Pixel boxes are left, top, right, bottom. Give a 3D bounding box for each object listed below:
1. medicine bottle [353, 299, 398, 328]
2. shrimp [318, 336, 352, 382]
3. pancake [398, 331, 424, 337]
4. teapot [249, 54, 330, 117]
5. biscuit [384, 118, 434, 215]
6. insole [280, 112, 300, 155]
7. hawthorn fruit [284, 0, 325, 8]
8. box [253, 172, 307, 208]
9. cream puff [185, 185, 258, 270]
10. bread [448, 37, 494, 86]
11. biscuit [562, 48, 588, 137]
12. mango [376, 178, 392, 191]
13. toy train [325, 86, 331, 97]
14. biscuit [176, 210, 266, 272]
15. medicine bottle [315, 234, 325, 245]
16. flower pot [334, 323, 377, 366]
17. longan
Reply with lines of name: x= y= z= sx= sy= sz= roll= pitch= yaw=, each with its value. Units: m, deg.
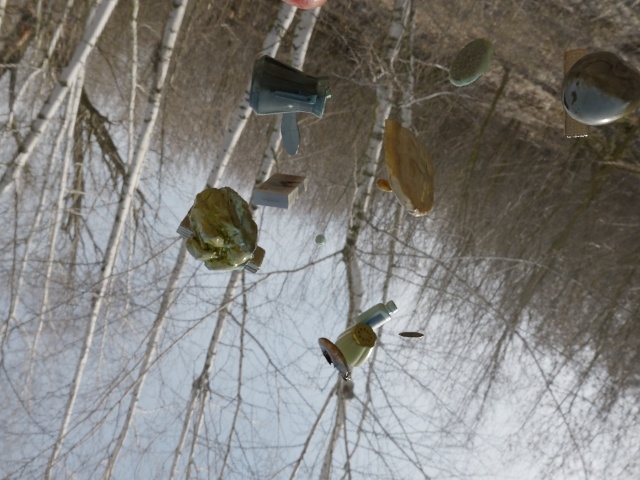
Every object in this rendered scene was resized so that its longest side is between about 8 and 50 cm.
medicine bottle: x=0.298 y=0.400 z=2.280 sx=0.121 sy=0.228 sz=0.083 roll=46 pitch=-164 yaw=-37
shrimp: x=0.063 y=0.527 z=1.911 sx=0.249 sy=0.068 sz=0.150 roll=59 pitch=157 yaw=-10
pancake: x=0.386 y=0.401 z=1.835 sx=0.114 sy=0.011 sz=0.115 roll=0 pitch=177 yaw=0
teapot: x=-0.092 y=-0.443 z=1.275 sx=0.225 sy=0.171 sz=0.203 roll=8 pitch=-154 yaw=-6
biscuit: x=0.427 y=-0.333 z=2.020 sx=0.429 sy=0.103 sz=0.447 roll=36 pitch=-130 yaw=-44
insole: x=-0.143 y=-0.568 z=2.037 sx=0.119 sy=0.349 sz=0.009 roll=24 pitch=-142 yaw=27
hawthorn fruit: x=-0.054 y=-0.852 z=1.287 sx=0.284 sy=0.284 sz=0.284 roll=21 pitch=-161 yaw=-8
box: x=-0.158 y=-0.204 z=1.741 sx=0.149 sy=0.067 sz=0.233 roll=7 pitch=-153 yaw=15
cream puff: x=-0.438 y=-0.039 z=1.831 sx=0.378 sy=0.275 sz=0.379 roll=-21 pitch=-90 yaw=-79
bread: x=0.765 y=-0.914 z=2.206 sx=0.040 sy=0.267 sz=0.267 roll=23 pitch=-163 yaw=-32
biscuit: x=1.074 y=-0.617 z=1.812 sx=0.094 sy=0.379 sz=0.054 roll=-1 pitch=176 yaw=22
mango: x=0.322 y=-0.273 z=2.158 sx=0.089 sy=0.060 sz=0.046 roll=40 pitch=159 yaw=16
toy train: x=-0.009 y=-0.773 z=2.269 sx=0.147 sy=0.071 sz=0.038 roll=-28 pitch=-167 yaw=-26
biscuit: x=-0.463 y=0.011 z=2.051 sx=0.425 sy=0.078 sz=0.144 roll=28 pitch=-143 yaw=-13
medicine bottle: x=0.000 y=0.000 z=1.877 sx=0.047 sy=0.047 sz=0.083 roll=27 pitch=175 yaw=7
flower pot: x=0.189 y=0.516 z=2.181 sx=0.195 sy=0.179 sz=0.195 roll=14 pitch=-132 yaw=-16
longan: x=0.808 y=-0.436 z=1.250 sx=0.220 sy=0.197 sz=0.196 roll=29 pitch=-162 yaw=-13
